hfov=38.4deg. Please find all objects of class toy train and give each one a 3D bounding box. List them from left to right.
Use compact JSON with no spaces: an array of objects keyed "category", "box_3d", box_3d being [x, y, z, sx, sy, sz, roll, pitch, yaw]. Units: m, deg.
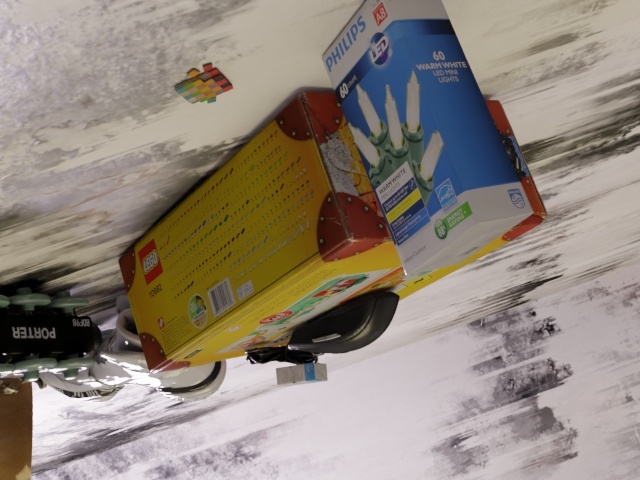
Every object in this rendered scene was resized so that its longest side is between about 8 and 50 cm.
[{"category":"toy train","box_3d":[-0.485,0.152,1.385,0.190,0.142,0.334,-13,170,23]}]

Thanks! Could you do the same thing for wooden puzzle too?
[{"category":"wooden puzzle","box_3d":[-0.122,-0.161,0.967,0.049,0.006,0.083,-22,164,10]}]

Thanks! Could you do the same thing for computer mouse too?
[{"category":"computer mouse","box_3d":[0.032,0.150,1.391,0.262,0.060,0.184,-27,162,27]}]

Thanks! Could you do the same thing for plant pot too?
[{"category":"plant pot","box_3d":[-0.703,0.390,1.807,0.254,0.237,0.237,3,157,-21]}]

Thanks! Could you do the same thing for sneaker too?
[{"category":"sneaker","box_3d":[-0.584,0.250,1.692,0.188,0.071,0.066,-4,158,-46]},{"category":"sneaker","box_3d":[-0.362,0.186,1.617,0.365,0.137,0.210,0,146,17]}]

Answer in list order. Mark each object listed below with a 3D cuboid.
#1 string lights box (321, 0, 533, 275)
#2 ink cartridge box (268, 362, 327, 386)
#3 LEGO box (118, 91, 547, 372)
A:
[{"category":"string lights box","box_3d":[0.101,-0.112,0.930,0.076,0.260,0.133,-11,162,-31]},{"category":"ink cartridge box","box_3d":[-0.036,0.209,1.427,0.083,0.028,0.048,-12,165,23]},{"category":"LEGO box","box_3d":[0.000,0.000,1.315,0.372,0.193,0.500,-6,160,-42]}]
